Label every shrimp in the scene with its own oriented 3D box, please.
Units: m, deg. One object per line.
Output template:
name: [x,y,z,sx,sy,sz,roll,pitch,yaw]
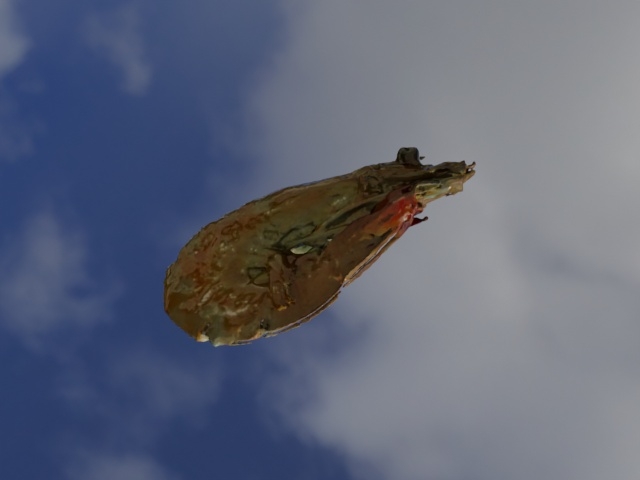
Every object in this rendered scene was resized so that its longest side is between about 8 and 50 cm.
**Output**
shrimp: [0.001,0.001,1.514,0.294,0.062,0.154,-28,-136,7]
